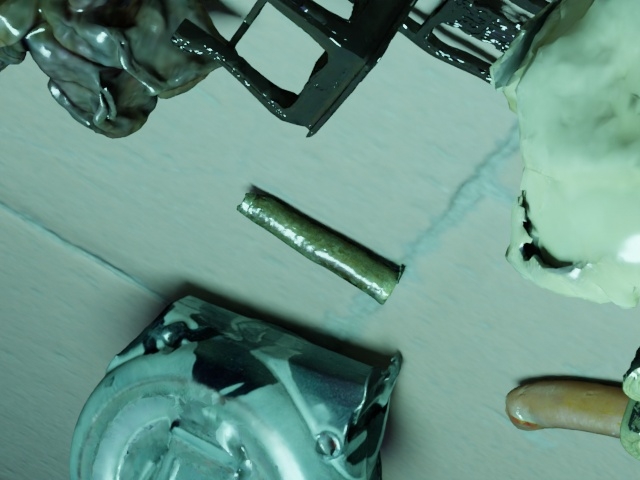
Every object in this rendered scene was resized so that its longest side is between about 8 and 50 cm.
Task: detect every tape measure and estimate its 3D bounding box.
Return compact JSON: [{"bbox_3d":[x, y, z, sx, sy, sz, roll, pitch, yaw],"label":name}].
[{"bbox_3d":[-0.080,0.186,1.455,0.256,0.147,0.275,20,110,20],"label":"tape measure"}]

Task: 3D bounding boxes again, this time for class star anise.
[{"bbox_3d":[-0.179,-0.148,1.113,0.220,0.099,0.214,-2,131,46],"label":"star anise"}]

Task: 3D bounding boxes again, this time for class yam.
[{"bbox_3d":[0.000,0.000,1.287,0.129,0.033,0.027,33,-179,0],"label":"yam"}]

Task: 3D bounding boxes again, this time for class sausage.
[{"bbox_3d":[0.210,0.128,1.295,0.177,0.040,0.047,3,151,40],"label":"sausage"}]

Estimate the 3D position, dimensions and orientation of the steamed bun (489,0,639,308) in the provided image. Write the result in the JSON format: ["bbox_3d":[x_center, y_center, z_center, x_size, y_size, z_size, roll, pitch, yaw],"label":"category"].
[{"bbox_3d":[0.262,-0.088,0.650,0.394,0.237,0.346,2,-178,-13],"label":"steamed bun"}]

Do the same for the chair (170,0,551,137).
[{"bbox_3d":[0.051,-0.105,0.963,0.229,0.113,0.106,34,155,-5],"label":"chair"}]

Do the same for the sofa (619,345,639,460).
[{"bbox_3d":[0.301,0.064,0.921,0.258,0.200,0.182,13,148,25],"label":"sofa"}]
